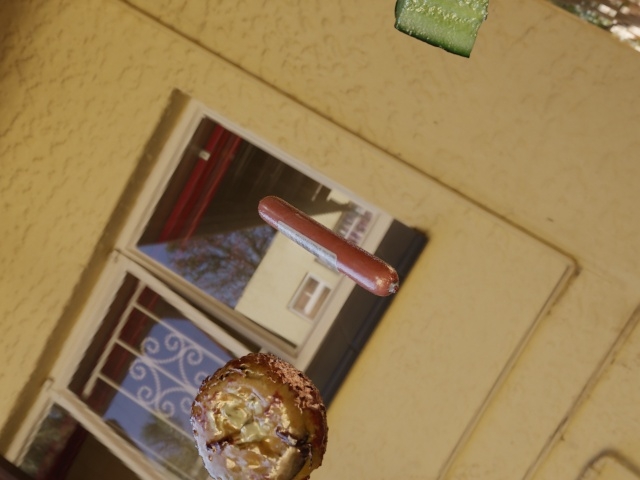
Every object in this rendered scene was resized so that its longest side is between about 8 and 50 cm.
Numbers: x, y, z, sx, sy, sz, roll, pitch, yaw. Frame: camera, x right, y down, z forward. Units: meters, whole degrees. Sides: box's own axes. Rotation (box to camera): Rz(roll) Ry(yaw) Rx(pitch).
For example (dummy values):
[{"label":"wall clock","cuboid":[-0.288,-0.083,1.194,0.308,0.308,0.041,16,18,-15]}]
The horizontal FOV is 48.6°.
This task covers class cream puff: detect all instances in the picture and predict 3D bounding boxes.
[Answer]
[{"label":"cream puff","cuboid":[-0.093,0.301,1.160,0.240,0.240,0.164,-60,-24,4]}]

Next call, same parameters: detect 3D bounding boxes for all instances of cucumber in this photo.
[{"label":"cucumber","cuboid":[0.162,-0.311,0.905,0.062,0.115,0.116,-87,17,-51]}]

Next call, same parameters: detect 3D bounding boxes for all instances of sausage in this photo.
[{"label":"sausage","cuboid":[0.000,0.000,0.660,0.029,0.223,0.029,-17,-59,-31]}]
